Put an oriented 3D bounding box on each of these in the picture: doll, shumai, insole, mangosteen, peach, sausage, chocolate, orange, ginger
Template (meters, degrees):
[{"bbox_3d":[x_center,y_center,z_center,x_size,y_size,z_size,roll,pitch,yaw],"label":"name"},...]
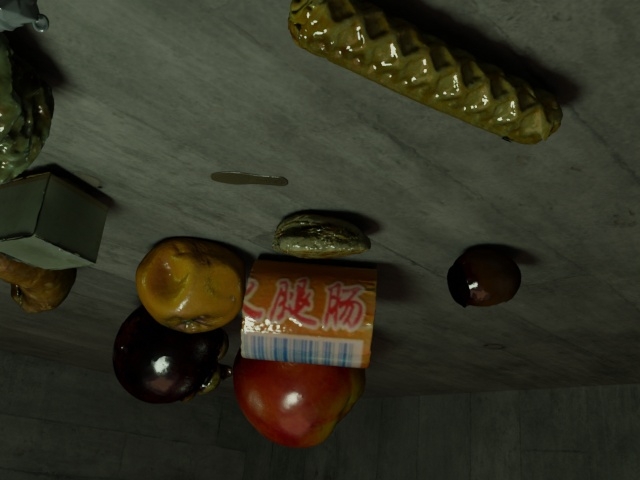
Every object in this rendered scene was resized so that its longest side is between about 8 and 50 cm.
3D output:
[{"bbox_3d":[-0.366,-0.276,0.638,0.180,0.079,0.094,29,112,-27],"label":"doll"},{"bbox_3d":[-0.454,-0.183,0.729,0.256,0.188,0.218,9,159,-22],"label":"shumai"},{"bbox_3d":[-0.123,-0.105,1.066,0.135,0.002,0.045,5,157,2],"label":"insole"},{"bbox_3d":[-0.405,0.321,1.746,0.307,0.306,0.347,-16,140,42],"label":"mangosteen"},{"bbox_3d":[-0.072,0.398,1.804,0.389,0.387,0.388,5,157,2],"label":"peach"},{"bbox_3d":[-0.024,0.163,1.389,0.287,0.233,0.233,4,157,4],"label":"sausage"},{"bbox_3d":[0.333,0.073,1.238,0.133,0.124,0.127,-22,164,-20],"label":"chocolate"},{"bbox_3d":[-0.284,0.114,1.389,0.249,0.183,0.249,6,155,3],"label":"orange"},{"bbox_3d":[-0.636,0.047,1.372,0.165,0.172,0.321,40,156,16],"label":"ginger"}]

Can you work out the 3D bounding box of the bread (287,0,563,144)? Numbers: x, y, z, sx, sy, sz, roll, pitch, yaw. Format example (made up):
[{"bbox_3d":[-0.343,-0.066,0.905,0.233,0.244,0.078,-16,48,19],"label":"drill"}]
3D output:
[{"bbox_3d":[0.130,-0.193,0.709,0.368,0.084,0.077,16,113,-25],"label":"bread"}]

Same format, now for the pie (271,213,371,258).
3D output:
[{"bbox_3d":[0.000,0.000,1.192,0.194,0.078,0.163,1,164,13],"label":"pie"}]

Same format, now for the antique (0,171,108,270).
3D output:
[{"bbox_3d":[-0.499,-0.037,1.130,0.147,0.147,0.152,-5,155,27],"label":"antique"}]
